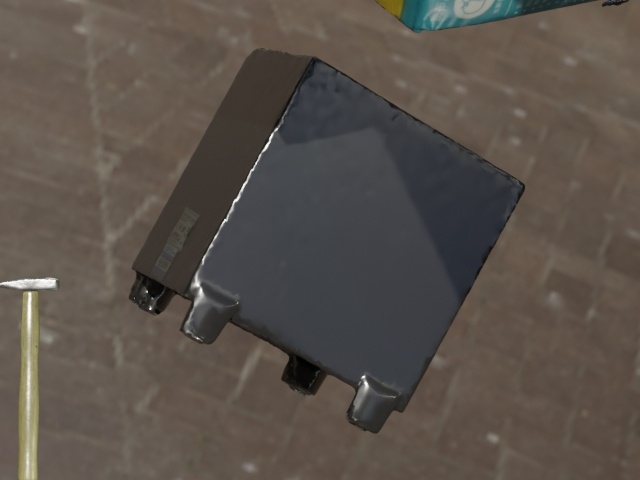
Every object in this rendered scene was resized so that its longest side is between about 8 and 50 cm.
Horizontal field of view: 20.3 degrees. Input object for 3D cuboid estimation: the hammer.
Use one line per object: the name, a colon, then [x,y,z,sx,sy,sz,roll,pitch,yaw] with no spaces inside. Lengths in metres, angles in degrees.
hammer: [-0.286,0.134,1.724,0.062,0.199,0.013,1,-1,-11]

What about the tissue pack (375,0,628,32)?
tissue pack: [0.123,-0.271,1.060,0.192,0.271,0.134,-11,45,-28]

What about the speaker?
speaker: [0.000,0.000,1.532,0.232,0.254,0.184,29,-3,-20]
